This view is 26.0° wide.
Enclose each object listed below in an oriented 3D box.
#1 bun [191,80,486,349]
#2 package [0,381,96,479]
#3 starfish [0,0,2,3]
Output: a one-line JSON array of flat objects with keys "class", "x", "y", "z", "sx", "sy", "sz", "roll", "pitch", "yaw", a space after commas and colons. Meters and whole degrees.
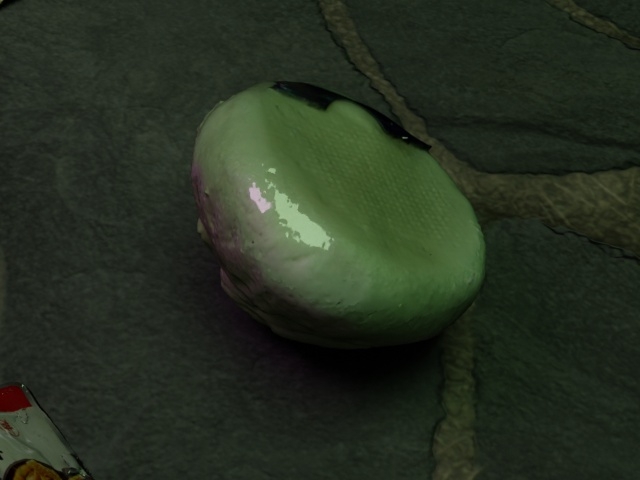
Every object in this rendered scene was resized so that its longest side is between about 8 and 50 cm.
[{"class": "bun", "x": 0.000, "y": 0.000, "z": 1.278, "sx": 0.293, "sy": 0.187, "sz": 0.293, "roll": 24, "pitch": 36, "yaw": -19}, {"class": "package", "x": -0.243, "y": 0.198, "z": 1.113, "sx": 0.239, "sy": 0.030, "sz": 0.154, "roll": 43, "pitch": 22, "yaw": 32}, {"class": "starfish", "x": -0.458, "y": -0.266, "z": 1.527, "sx": 0.231, "sy": 0.048, "sz": 0.295, "roll": 39, "pitch": 54, "yaw": 11}]
